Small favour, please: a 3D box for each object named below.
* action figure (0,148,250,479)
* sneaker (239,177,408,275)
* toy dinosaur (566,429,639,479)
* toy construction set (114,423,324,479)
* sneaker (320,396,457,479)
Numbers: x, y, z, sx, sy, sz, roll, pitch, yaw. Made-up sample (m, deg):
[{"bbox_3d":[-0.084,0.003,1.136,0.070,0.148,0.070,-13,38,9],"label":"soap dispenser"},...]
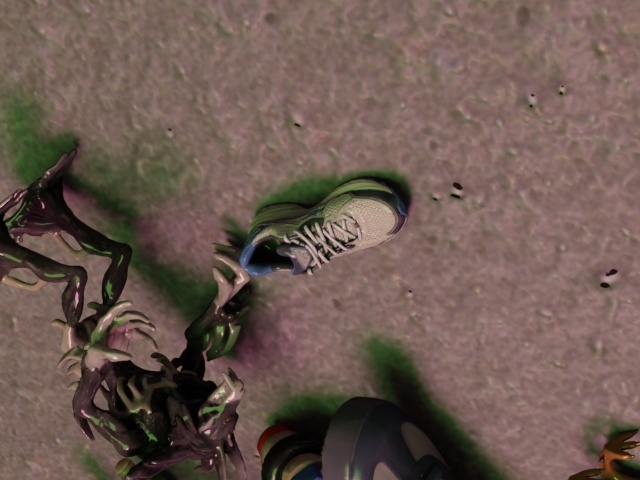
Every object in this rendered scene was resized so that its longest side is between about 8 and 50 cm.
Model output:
[{"bbox_3d":[-0.131,0.066,1.087,0.276,0.164,0.141,47,124,3],"label":"action figure"},{"bbox_3d":[0.000,0.000,1.044,0.135,0.058,0.052,-17,114,36],"label":"sneaker"},{"bbox_3d":[0.209,0.201,1.077,0.211,0.064,0.112,-10,119,34],"label":"toy dinosaur"},{"bbox_3d":[-0.058,0.306,1.221,0.309,0.257,0.237,1,139,53],"label":"toy construction set"},{"bbox_3d":[0.117,0.240,1.118,0.131,0.112,0.319,-3,129,43],"label":"sneaker"}]
